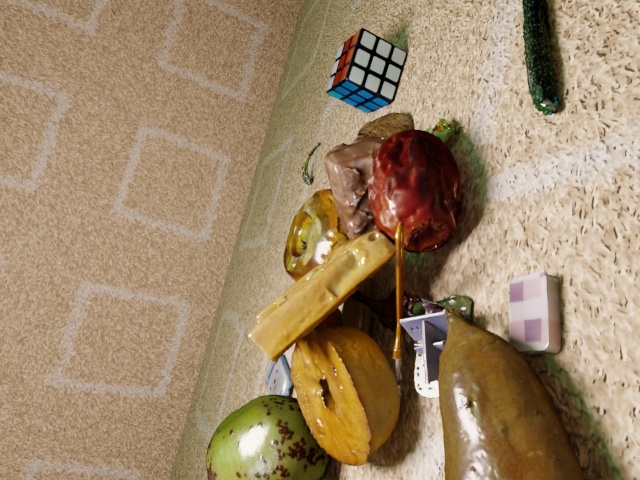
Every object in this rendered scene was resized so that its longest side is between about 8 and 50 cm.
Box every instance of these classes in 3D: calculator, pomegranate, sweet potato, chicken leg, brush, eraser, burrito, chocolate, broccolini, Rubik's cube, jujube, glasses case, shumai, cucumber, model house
[{"bbox_3d":[-0.132,0.447,1.378,0.121,0.039,0.210,-68,20,9],"label":"calculator"},{"bbox_3d":[-0.088,0.521,0.957,0.341,0.284,0.285,58,133,29],"label":"pomegranate"},{"bbox_3d":[0.217,0.239,0.516,0.158,0.157,0.370,-51,23,45],"label":"sweet potato"},{"bbox_3d":[0.142,0.135,0.872,0.053,0.093,0.205,-40,12,-35],"label":"chicken leg"},{"bbox_3d":[0.136,0.105,0.740,0.090,0.017,0.315,-63,-28,-53],"label":"brush"},{"bbox_3d":[0.291,0.100,0.592,0.065,0.026,0.105,143,140,-61],"label":"eraser"},{"bbox_3d":[0.208,-0.198,1.008,0.288,0.054,0.104,139,145,-57],"label":"burrito"},{"bbox_3d":[0.102,-0.116,0.968,0.093,0.148,0.214,-124,14,-61],"label":"chocolate"},{"bbox_3d":[-0.040,-0.311,1.727,0.054,0.052,0.194,-10,64,63],"label":"broccolini"},{"bbox_3d":[0.131,-0.489,1.274,0.160,0.162,0.163,11,85,69],"label":"Rubik's cube"},{"bbox_3d":[0.174,-0.093,0.820,0.183,0.183,0.243,-52,28,43],"label":"jujube"},{"bbox_3d":[0.084,0.173,1.005,0.079,0.064,0.234,-42,34,53],"label":"glasses case"},{"bbox_3d":[0.166,-0.271,1.130,0.123,0.139,0.105,-52,-24,-28],"label":"shumai"},{"bbox_3d":[0.360,-0.308,0.718,0.044,0.043,0.257,136,145,-60],"label":"cucumber"},{"bbox_3d":[0.178,0.158,0.695,0.117,0.088,0.167,-17,56,39],"label":"model house"}]

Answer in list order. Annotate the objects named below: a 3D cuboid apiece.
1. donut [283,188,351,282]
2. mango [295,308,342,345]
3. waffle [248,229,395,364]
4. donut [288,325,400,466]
[{"bbox_3d":[0.000,0.000,1.227,0.330,0.159,0.330,-46,29,36],"label":"donut"},{"bbox_3d":[0.001,0.273,1.055,0.154,0.125,0.252,114,161,-49],"label":"mango"},{"bbox_3d":[-0.004,0.101,0.897,0.304,0.077,0.348,-41,1,-9],"label":"waffle"},{"bbox_3d":[0.045,0.285,0.842,0.277,0.108,0.278,31,129,49],"label":"donut"}]
